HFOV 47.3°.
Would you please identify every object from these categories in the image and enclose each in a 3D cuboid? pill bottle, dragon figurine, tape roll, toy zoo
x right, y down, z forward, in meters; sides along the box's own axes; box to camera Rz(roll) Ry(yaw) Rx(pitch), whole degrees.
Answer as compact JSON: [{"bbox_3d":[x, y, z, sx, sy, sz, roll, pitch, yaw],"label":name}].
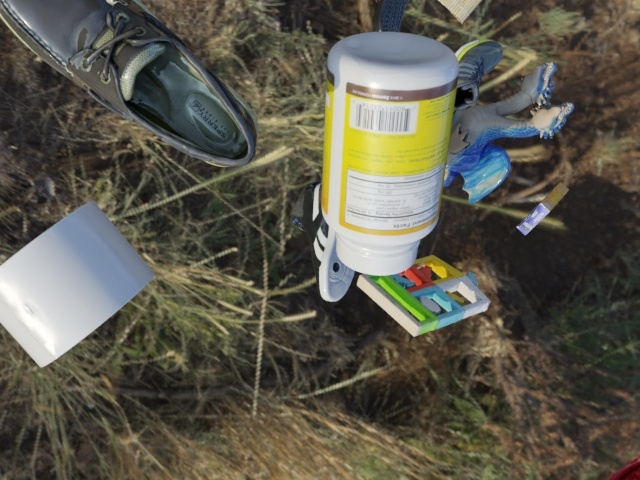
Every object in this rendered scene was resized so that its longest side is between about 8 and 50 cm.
[{"bbox_3d":[0.061,-0.077,0.691,0.117,0.117,0.215,-23,131,-33],"label":"pill bottle"},{"bbox_3d":[0.174,-0.101,0.895,0.143,0.085,0.289,2,144,-36],"label":"dragon figurine"},{"bbox_3d":[-0.428,0.071,1.238,0.246,0.246,0.169,-41,100,-22],"label":"tape roll"},{"bbox_3d":[0.250,0.114,1.654,0.293,0.192,0.030,-13,132,-40],"label":"toy zoo"}]

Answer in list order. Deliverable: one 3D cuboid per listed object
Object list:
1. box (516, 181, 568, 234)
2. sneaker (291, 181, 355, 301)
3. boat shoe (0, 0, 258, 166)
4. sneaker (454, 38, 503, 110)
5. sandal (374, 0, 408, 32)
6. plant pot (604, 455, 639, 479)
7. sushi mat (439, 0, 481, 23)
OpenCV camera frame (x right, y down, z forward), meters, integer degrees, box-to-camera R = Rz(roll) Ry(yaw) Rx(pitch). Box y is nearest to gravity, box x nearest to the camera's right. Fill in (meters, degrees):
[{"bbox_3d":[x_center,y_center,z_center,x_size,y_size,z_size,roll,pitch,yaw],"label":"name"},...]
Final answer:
[{"bbox_3d":[0.456,-0.063,1.505,0.136,0.028,0.081,-39,169,-46],"label":"box"},{"bbox_3d":[0.000,0.000,1.337,0.079,0.121,0.217,9,84,-44],"label":"sneaker"},{"bbox_3d":[-0.133,-0.130,0.534,0.223,0.073,0.080,36,90,-21],"label":"boat shoe"},{"bbox_3d":[0.359,-0.389,1.810,0.300,0.121,0.111,-42,133,-16],"label":"sneaker"},{"bbox_3d":[0.110,-0.388,1.182,0.067,0.040,0.179,37,57,-35],"label":"sandal"},{"bbox_3d":[0.503,0.389,1.013,0.191,0.174,0.191,-33,166,-10],"label":"plant pot"},{"bbox_3d":[0.348,-0.630,1.553,0.151,0.019,0.317,41,90,0],"label":"sushi mat"}]
